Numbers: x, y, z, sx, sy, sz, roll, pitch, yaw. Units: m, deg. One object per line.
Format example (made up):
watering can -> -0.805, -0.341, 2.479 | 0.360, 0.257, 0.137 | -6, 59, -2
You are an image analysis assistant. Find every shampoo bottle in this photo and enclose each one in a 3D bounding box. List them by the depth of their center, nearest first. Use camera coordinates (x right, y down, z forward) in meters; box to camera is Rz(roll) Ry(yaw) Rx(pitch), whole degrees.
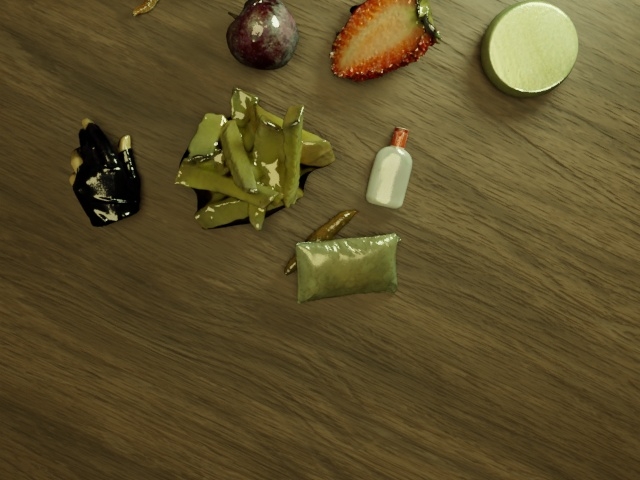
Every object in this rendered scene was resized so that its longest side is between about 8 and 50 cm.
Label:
shampoo bottle -> 0.199, -0.203, 1.827 | 0.108, 0.051, 0.220 | 14, 98, 2

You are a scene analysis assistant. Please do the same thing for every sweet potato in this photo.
sweet potato -> 0.000, 0.000, 1.854 | 0.274, 0.067, 0.067 | -43, 95, 2

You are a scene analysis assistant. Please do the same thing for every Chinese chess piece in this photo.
Chinese chess piece -> 0.553, -0.507, 1.753 | 0.251, 0.101, 0.250 | 0, 97, 1

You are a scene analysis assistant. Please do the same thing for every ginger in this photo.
ginger -> -0.199, -0.213, 1.712 | 0.413, 0.211, 0.358 | -34, 93, 3

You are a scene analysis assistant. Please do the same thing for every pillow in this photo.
pillow -> 0.080, 0.078, 1.835 | 0.303, 0.075, 0.184 | -6, 110, -10

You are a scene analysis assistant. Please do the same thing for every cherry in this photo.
cherry -> -0.147, -0.542, 1.732 | 0.195, 0.195, 0.195 | 0, 97, 1

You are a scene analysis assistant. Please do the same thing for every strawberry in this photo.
strawberry -> 0.170, -0.546, 1.762 | 0.306, 0.138, 0.233 | -22, 77, 29

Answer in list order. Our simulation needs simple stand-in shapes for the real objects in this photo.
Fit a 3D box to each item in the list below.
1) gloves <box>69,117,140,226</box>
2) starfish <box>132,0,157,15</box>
gloves -> -0.594, -0.193, 1.812 | 0.197, 0.152, 0.301 | -23, 82, -23
starfish -> -0.447, -0.695, 1.783 | 0.248, 0.050, 0.138 | -15, 98, 10
